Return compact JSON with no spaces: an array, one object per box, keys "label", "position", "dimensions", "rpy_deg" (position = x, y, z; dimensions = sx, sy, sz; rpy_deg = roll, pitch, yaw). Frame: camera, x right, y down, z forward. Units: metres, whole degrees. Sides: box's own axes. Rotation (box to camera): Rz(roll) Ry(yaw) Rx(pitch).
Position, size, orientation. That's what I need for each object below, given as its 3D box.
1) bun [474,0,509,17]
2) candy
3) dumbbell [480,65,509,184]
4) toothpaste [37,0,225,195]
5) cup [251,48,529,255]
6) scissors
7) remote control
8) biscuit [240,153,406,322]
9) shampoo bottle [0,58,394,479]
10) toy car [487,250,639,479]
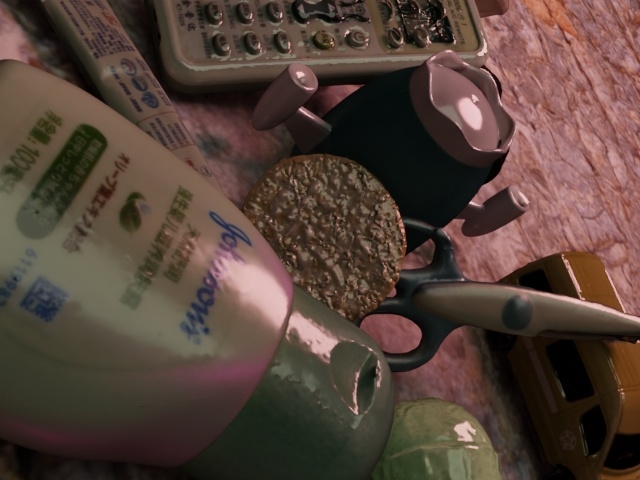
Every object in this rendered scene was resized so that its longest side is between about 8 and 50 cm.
[{"label":"bun","position":[0.152,-0.415,1.104],"dimensions":[0.263,0.175,0.263],"rpy_deg":[-4,90,-73]},{"label":"candy","position":[0.098,0.329,0.581],"dimensions":[0.119,0.119,0.440],"rpy_deg":[11,62,-37]},{"label":"dumbbell","position":[0.161,-0.134,0.950],"dimensions":[0.099,0.099,0.209],"rpy_deg":[24,47,-28]},{"label":"toothpaste","position":[-0.149,-0.108,0.689],"dimensions":[0.069,0.047,0.268],"rpy_deg":[-26,79,-29]},{"label":"cup","position":[0.084,-0.083,0.788],"dimensions":[0.299,0.173,0.168],"rpy_deg":[24,50,-29]},{"label":"scissors","position":[0.161,0.061,0.751],"dimensions":[0.289,0.041,0.138],"rpy_deg":[9,87,-8]},{"label":"remote control","position":[0.003,-0.207,0.814],"dimensions":[0.335,0.065,0.128],"rpy_deg":[-7,71,-22]},{"label":"biscuit","position":[0.000,0.000,0.709],"dimensions":[0.152,0.020,0.152],"rpy_deg":[1,81,-5]},{"label":"shampoo bottle","position":[-0.103,0.054,0.539],"dimensions":[0.349,0.151,0.222],"rpy_deg":[37,41,-18]},{"label":"toy car","position":[0.261,0.141,0.829],"dimensions":[0.101,0.124,0.257],"rpy_deg":[4,59,-39]}]
